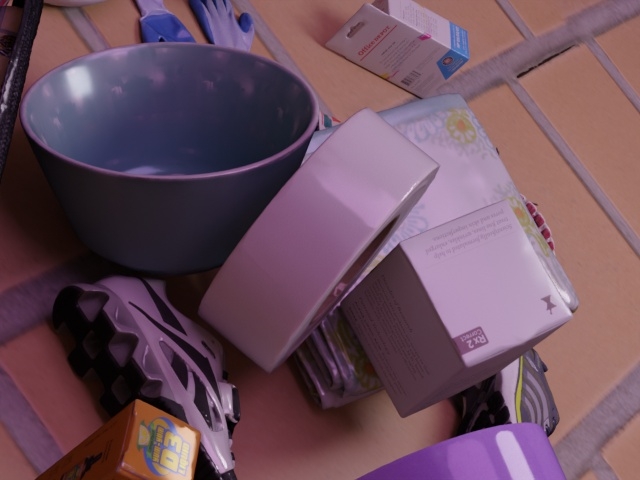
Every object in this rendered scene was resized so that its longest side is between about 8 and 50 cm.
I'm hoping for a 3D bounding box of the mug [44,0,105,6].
[{"bbox_3d":[-0.303,-0.466,1.803,0.328,0.276,0.374,-5,94,-38],"label":"mug"}]

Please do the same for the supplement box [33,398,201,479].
[{"bbox_3d":[-0.201,0.231,1.339,0.080,0.233,0.078,29,44,-22],"label":"supplement box"}]

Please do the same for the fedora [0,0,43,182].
[{"bbox_3d":[-0.370,-0.117,1.444,0.152,0.334,0.334,14,49,-12],"label":"fedora"}]

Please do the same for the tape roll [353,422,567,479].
[{"bbox_3d":[0.120,0.285,1.556,0.275,0.275,0.090,-2,62,-43],"label":"tape roll"}]

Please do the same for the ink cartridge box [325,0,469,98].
[{"bbox_3d":[0.106,-0.283,2.123,0.181,0.104,0.061,25,45,-27],"label":"ink cartridge box"}]

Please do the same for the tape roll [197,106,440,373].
[{"bbox_3d":[0.000,0.000,1.573,0.100,0.286,0.286,39,40,6],"label":"tape roll"}]

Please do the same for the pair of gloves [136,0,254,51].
[{"bbox_3d":[-0.153,-0.266,1.940,0.198,0.023,0.159,-8,66,-45],"label":"pair of gloves"}]

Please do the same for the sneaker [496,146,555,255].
[{"bbox_3d":[0.223,-0.053,2.048,0.299,0.121,0.112,61,10,2],"label":"sneaker"}]

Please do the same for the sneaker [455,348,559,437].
[{"bbox_3d":[0.237,0.228,1.843,0.121,0.111,0.300,32,44,-24],"label":"sneaker"}]

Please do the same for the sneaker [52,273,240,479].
[{"bbox_3d":[-0.129,0.170,1.540,0.146,0.122,0.330,-17,72,-46],"label":"sneaker"}]

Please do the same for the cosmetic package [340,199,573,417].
[{"bbox_3d":[0.144,0.076,1.646,0.151,0.183,0.151,-22,76,-29],"label":"cosmetic package"}]

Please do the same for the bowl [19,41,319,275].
[{"bbox_3d":[-0.159,-0.076,1.621,0.312,0.163,0.311,2,33,-1],"label":"bowl"}]

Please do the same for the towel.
[{"bbox_3d":[0.090,0.004,1.818,0.374,0.090,0.320,-19,75,-27],"label":"towel"}]

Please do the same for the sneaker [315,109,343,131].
[{"bbox_3d":[0.018,-0.096,1.933,0.075,0.057,0.161,19,45,-24],"label":"sneaker"}]

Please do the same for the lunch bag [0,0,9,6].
[{"bbox_3d":[-0.411,-0.349,1.561,0.258,0.293,0.120,38,40,-8],"label":"lunch bag"}]
